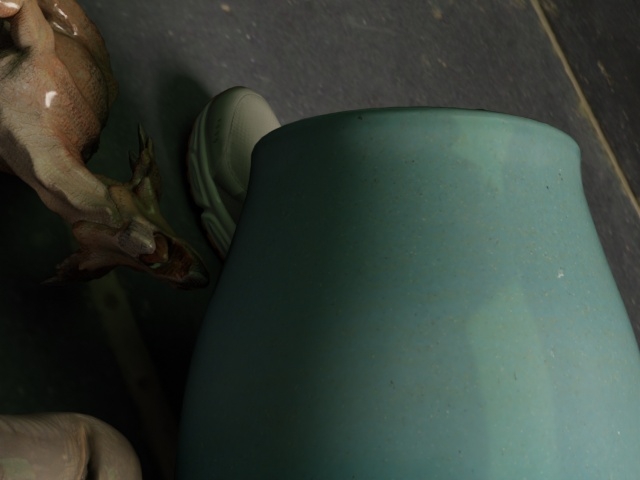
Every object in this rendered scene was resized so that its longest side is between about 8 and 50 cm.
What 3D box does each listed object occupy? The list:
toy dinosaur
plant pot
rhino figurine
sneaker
[{"bbox_3d":[-0.158,-0.083,0.895,0.200,0.127,0.295,33,36,-32],"label":"toy dinosaur"},{"bbox_3d":[0.049,0.071,0.824,0.272,0.272,0.255,13,73,-47],"label":"plant pot"},{"bbox_3d":[-0.173,0.116,0.687,0.243,0.073,0.106,16,44,-42],"label":"rhino figurine"},{"bbox_3d":[0.000,0.000,1.025,0.099,0.121,0.262,6,57,-51],"label":"sneaker"}]
